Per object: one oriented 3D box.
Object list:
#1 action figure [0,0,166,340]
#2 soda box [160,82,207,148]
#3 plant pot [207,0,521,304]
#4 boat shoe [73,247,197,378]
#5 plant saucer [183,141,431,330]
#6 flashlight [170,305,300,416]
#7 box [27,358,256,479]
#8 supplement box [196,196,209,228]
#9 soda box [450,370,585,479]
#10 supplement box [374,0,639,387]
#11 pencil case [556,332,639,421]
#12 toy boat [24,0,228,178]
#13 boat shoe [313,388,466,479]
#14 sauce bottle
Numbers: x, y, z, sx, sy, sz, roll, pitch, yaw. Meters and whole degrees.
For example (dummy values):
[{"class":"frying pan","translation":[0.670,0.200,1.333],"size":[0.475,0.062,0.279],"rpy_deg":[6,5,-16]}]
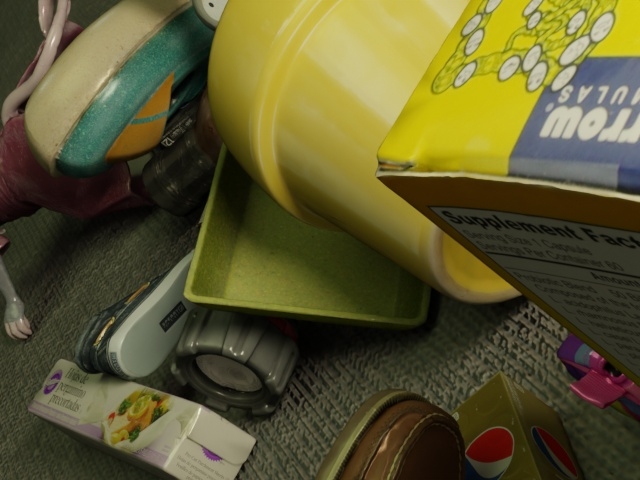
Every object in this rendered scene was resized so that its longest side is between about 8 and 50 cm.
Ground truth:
[{"class":"action figure","translation":[-0.357,-0.073,1.731],"size":[0.370,0.276,0.248],"rpy_deg":[-27,40,17]},{"class":"soda box","translation":[-0.103,-0.155,1.632],"size":[0.169,0.060,0.053],"rpy_deg":[-36,32,28]},{"class":"plant pot","translation":[0.082,-0.088,1.072],"size":[0.254,0.254,0.239],"rpy_deg":[-49,48,7]},{"class":"boat shoe","translation":[-0.148,0.058,1.385],"size":[0.083,0.065,0.183],"rpy_deg":[-3,31,47]},{"class":"plant saucer","translation":[0.000,0.000,1.213],"size":[0.045,0.188,0.188],"rpy_deg":[89,-171,-48]},{"class":"flashlight","translation":[-0.033,0.002,1.301],"size":[0.103,0.103,0.304],"rpy_deg":[106,-174,-55]},{"class":"box","translation":[-0.168,0.164,1.346],"size":[0.063,0.067,0.324],"rpy_deg":[-59,27,-14]},{"class":"supplement box","translation":[-0.069,-0.024,1.427],"size":[0.083,0.055,0.043],"rpy_deg":[-19,42,49]},{"class":"soda box","translation":[0.124,0.163,0.895],"size":[0.061,0.058,0.181],"rpy_deg":[-44,29,18]},{"class":"supplement box","translation":[0.236,-0.004,0.591],"size":[0.195,0.356,0.194],"rpy_deg":[-59,28,-11]},{"class":"pencil case","translation":[0.235,0.009,0.862],"size":[0.236,0.104,0.104],"rpy_deg":[-54,27,-2]},{"class":"toy boat","translation":[-0.166,-0.181,1.485],"size":[0.267,0.148,0.318],"rpy_deg":[-51,-2,-40]},{"class":"boat shoe","translation":[0.037,0.238,0.844],"size":[0.104,0.110,0.307],"rpy_deg":[4,74,47]},{"class":"sauce bottle","translation":[-0.039,-0.145,1.468],"size":[0.344,0.111,0.111],"rpy_deg":[-39,30,30]}]
